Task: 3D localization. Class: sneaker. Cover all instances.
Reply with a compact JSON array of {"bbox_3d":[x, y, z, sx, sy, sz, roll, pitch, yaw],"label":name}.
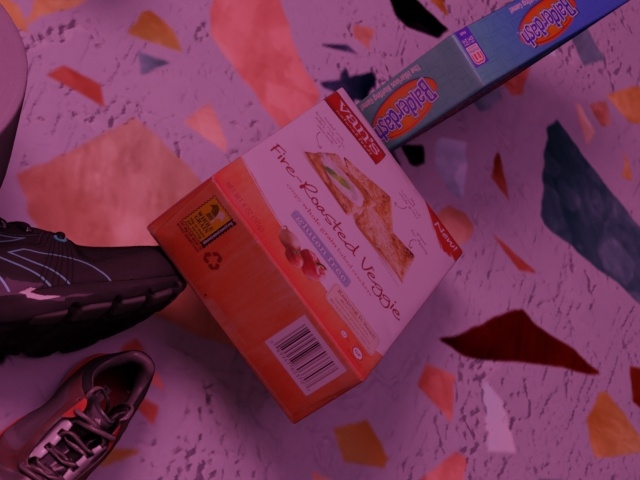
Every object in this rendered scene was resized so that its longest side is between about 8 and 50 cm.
[{"bbox_3d":[-0.199,0.016,0.802,0.267,0.101,0.106,-6,70,-38],"label":"sneaker"},{"bbox_3d":[-0.152,0.118,0.811,0.061,0.065,0.158,42,51,-13],"label":"sneaker"}]

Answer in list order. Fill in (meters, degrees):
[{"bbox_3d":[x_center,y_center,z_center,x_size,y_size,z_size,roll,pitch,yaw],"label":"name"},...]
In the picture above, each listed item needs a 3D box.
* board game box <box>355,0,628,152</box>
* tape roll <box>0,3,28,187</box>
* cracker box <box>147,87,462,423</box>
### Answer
[{"bbox_3d":[0.124,-0.139,1.067,0.210,0.160,0.047,-32,90,-40],"label":"board game box"},{"bbox_3d":[-0.277,-0.085,0.757,0.219,0.072,0.219,12,44,-12],"label":"tape roll"},{"bbox_3d":[0.000,0.000,0.926,0.156,0.067,0.232,53,28,-4],"label":"cracker box"}]
